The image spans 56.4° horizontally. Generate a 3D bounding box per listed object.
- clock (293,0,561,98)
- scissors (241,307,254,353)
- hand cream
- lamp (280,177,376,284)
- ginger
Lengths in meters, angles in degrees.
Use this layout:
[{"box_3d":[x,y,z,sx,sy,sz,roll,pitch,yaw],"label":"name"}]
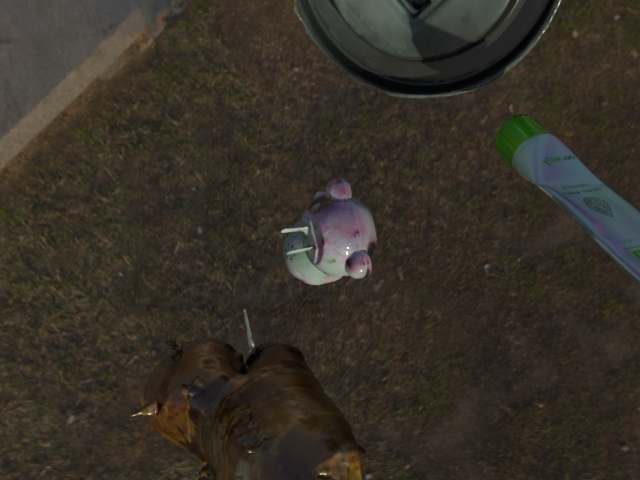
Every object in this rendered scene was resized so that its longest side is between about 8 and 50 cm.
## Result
[{"box_3d":[0.116,-0.325,0.680,0.325,0.325,0.067,27,39,5],"label":"clock"},{"box_3d":[-0.176,0.269,1.501,0.021,0.110,0.212,-17,62,-1],"label":"scissors"},{"box_3d":[0.259,-0.025,0.552,0.079,0.050,0.275,-26,49,-6],"label":"hand cream"},{"box_3d":[0.000,0.000,1.484,0.247,0.301,0.247,-5,77,-27],"label":"lamp"},{"box_3d":[-0.095,0.231,0.715,0.254,0.418,0.176,1,104,-18],"label":"ginger"}]
